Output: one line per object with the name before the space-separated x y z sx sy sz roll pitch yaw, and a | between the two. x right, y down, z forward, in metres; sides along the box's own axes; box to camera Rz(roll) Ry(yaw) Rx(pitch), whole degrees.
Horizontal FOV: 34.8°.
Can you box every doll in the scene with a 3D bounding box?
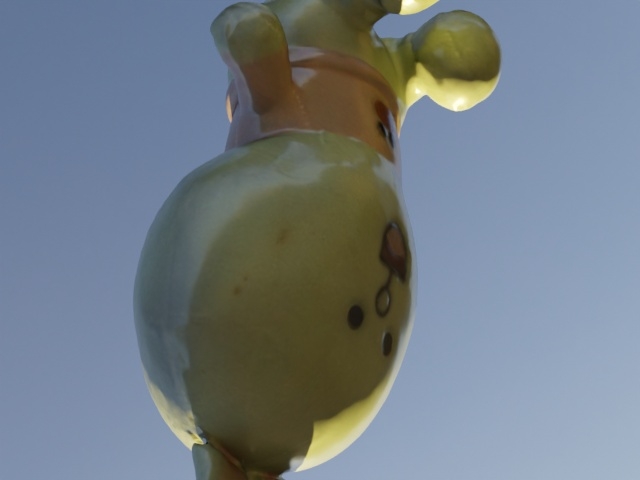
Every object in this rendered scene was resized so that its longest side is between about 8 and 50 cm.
doll | -0.010 -0.004 0.442 0.155 0.113 0.275 41 -117 -51
